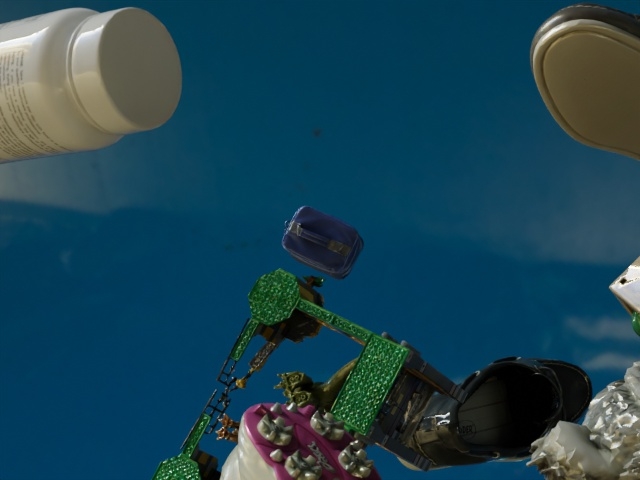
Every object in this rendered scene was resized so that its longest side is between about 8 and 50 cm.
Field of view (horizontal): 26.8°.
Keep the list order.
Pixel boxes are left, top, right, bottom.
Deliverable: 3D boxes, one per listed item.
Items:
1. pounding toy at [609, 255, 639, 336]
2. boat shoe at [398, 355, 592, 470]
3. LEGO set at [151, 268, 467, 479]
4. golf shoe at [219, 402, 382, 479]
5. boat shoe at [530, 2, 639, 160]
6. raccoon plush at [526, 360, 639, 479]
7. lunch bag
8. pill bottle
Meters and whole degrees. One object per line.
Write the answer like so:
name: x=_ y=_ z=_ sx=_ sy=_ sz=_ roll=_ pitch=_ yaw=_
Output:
pounding toy: x=0.392 y=0.116 z=1.255 sx=0.181 sy=0.094 sz=0.206 roll=46 pitch=1 yaw=-37
boat shoe: x=0.241 y=0.204 z=1.647 sx=0.113 sy=0.340 sz=0.127 roll=-25 pitch=-108 yaw=49
LEGO set: x=-0.001 y=0.211 z=1.412 sx=0.255 sy=0.331 sz=0.192 roll=13 pitch=-15 yaw=32
golf shoe: x=0.010 y=0.252 z=0.894 sx=0.140 sy=0.115 sz=0.306 roll=-56 pitch=-139 yaw=25
boat shoe: x=0.285 y=-0.133 z=1.184 sx=0.112 sy=0.095 sz=0.335 roll=-32 pitch=-40 yaw=31
raccoon plush: x=0.288 y=0.248 z=0.815 sx=0.299 sy=0.446 sz=0.216 roll=-12 pitch=-38 yaw=28
lunch bag: x=0.000 y=0.000 z=1.660 sx=0.098 sy=0.067 sz=0.065 roll=24 pitch=-8 yaw=12
pill bottle: x=-0.307 y=-0.175 z=1.524 sx=0.283 sy=0.160 sz=0.160 roll=-5 pitch=-58 yaw=35
